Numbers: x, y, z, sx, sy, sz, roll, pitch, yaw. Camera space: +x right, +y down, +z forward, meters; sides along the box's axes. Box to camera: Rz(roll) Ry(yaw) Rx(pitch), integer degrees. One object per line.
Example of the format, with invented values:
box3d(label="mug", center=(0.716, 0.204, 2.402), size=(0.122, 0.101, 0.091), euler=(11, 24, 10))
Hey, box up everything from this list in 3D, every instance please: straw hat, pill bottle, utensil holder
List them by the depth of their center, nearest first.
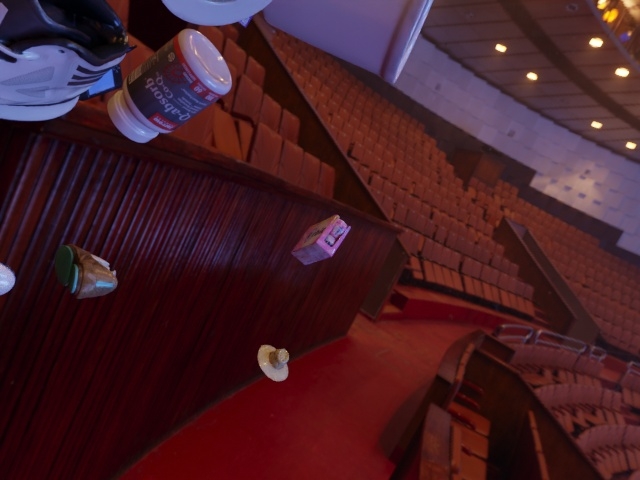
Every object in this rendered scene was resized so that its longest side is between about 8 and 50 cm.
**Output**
box3d(label="utensil holder", center=(0.086, -0.639, 1.095), size=(0.385, 0.328, 0.327), euler=(26, 7, 3))
box3d(label="pill bottle", center=(-0.478, -0.470, 1.344), size=(0.210, 0.362, 0.210), euler=(47, 28, -35))
box3d(label="straw hat", center=(-0.138, 0.392, 1.419), size=(0.144, 0.061, 0.144), euler=(41, 20, -19))

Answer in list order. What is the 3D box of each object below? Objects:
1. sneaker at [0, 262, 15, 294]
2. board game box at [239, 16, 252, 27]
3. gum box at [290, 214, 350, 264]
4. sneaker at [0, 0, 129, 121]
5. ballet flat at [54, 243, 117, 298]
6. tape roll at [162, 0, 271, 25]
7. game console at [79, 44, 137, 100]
box3d(label="sneaker", center=(-0.568, 0.051, 0.597), size=(0.237, 0.085, 0.086), euler=(20, 23, -46))
box3d(label="board game box", center=(-0.205, -0.757, 1.145), size=(0.142, 0.275, 0.144), euler=(45, 15, 28))
box3d(label="gum box", center=(0.000, 0.000, 1.230), size=(0.062, 0.107, 0.188), euler=(42, -26, -14))
box3d(label="sneaker", center=(-0.390, -0.207, 0.390), size=(0.257, 0.169, 0.447), euler=(-11, 12, 34))
box3d(label="ballet flat", center=(-0.631, 0.084, 1.163), size=(0.124, 0.116, 0.342), euler=(13, -2, -40))
box3d(label="tape roll", center=(-0.190, -0.530, 0.742), size=(0.169, 0.246, 0.246), euler=(68, 16, 7))
box3d(label="game console", center=(-0.441, -0.348, 0.885), size=(0.071, 0.107, 0.122), euler=(22, 40, 14))
